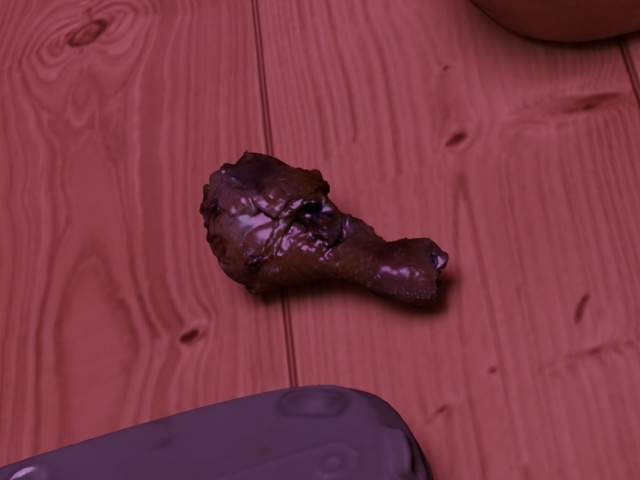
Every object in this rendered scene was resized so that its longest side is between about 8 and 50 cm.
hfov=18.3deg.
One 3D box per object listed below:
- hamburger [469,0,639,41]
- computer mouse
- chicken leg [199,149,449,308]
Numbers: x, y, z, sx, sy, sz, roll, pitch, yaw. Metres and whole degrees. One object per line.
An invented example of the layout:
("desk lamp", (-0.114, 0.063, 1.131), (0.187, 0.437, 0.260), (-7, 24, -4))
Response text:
("hamburger", (0.178, -0.270, 1.288), (0.302, 0.170, 0.302), (-20, 41, 19))
("computer mouse", (-0.093, 0.185, 1.083), (0.331, 0.095, 0.197), (-16, 43, 8))
("chicken leg", (0.000, 0.003, 1.230), (0.198, 0.069, 0.085), (22, 41, 38))
